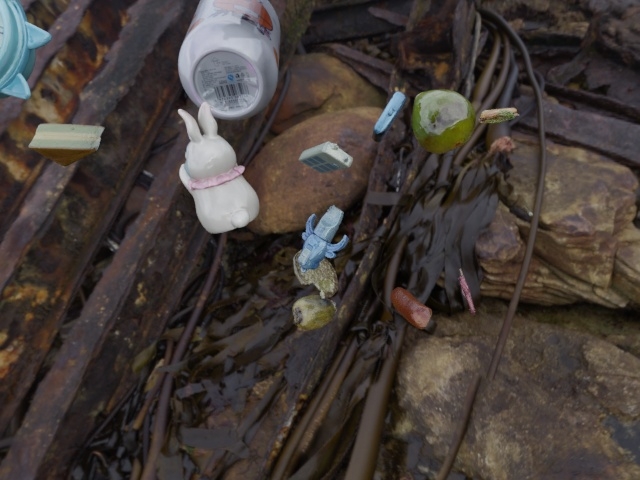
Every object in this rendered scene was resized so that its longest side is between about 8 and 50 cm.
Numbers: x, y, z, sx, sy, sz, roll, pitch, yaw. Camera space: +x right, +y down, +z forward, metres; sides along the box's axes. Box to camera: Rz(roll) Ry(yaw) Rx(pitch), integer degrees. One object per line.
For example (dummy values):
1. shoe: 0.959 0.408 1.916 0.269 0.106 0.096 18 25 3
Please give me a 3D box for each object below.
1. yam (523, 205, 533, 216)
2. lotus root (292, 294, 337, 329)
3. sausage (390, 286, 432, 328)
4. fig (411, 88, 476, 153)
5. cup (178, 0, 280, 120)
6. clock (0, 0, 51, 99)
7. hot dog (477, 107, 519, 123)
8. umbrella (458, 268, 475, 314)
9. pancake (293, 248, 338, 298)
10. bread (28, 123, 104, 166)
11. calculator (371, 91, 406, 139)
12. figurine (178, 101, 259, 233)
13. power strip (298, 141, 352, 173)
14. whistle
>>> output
1. yam: 0.859 -0.120 1.676 0.021 0.021 0.116 -8 17 17
2. lotus root: -0.011 0.315 1.803 0.154 0.278 0.153 -2 87 39
3. sausage: 0.347 0.260 1.583 0.089 0.084 0.300 -57 13 3
4. fig: 0.417 -0.420 1.389 0.208 0.207 0.229 -19 92 9
5. cup: -0.197 -0.419 0.916 0.213 0.212 0.317 -17 45 11
6. clock: -0.587 -0.327 0.654 0.274 0.094 0.223 22 91 -10
7. hot dog: 0.586 -0.407 1.331 0.133 0.056 0.041 -8 65 4
8. umbrella: 0.496 0.175 1.376 0.025 0.165 0.027 -19 1 -39
9. pancake: -0.016 0.130 1.628 0.029 0.235 0.211 -38 19 35
10. bread: -0.573 -0.233 0.920 0.139 0.084 0.073 -11 60 29
11. calculator: 0.253 -0.457 1.515 0.051 0.293 0.172 32 98 1
12. figurine: -0.213 -0.140 0.800 0.127 0.235 0.155 -22 16 -11
13. power strip: 0.017 -0.298 1.481 0.046 0.118 0.270 -64 23 -8
14. whistle: 0.000 0.000 1.453 0.180 0.093 0.269 37 99 32
